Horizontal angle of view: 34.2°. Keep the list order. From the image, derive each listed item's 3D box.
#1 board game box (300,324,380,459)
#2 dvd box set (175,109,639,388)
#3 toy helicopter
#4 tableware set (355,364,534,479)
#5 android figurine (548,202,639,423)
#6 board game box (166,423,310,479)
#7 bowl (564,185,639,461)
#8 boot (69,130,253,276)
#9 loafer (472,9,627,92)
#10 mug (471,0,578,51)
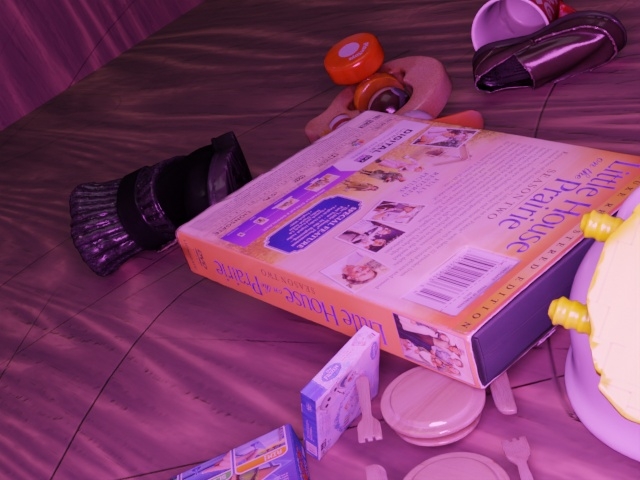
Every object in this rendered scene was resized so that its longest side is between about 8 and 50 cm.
[{"bbox_3d":[0.018,0.133,0.906,0.020,0.090,0.090,29,54,27],"label":"board game box"},{"bbox_3d":[0.094,-0.019,1.042,0.307,0.062,0.420,-36,33,-30],"label":"dvd box set"},{"bbox_3d":[0.052,-0.113,1.358,0.235,0.140,0.355,16,58,45],"label":"toy helicopter"},{"bbox_3d":[0.097,0.170,0.815,0.128,0.039,0.194,-12,32,5],"label":"tableware set"},{"bbox_3d":[0.281,0.057,0.640,0.272,0.056,0.248,17,85,20],"label":"android figurine"},{"bbox_3d":[-0.102,0.243,0.871,0.201,0.035,0.136,-25,24,4],"label":"board game box"},{"bbox_3d":[0.309,0.024,0.774,0.297,0.134,0.298,-22,26,11],"label":"bowl"},{"bbox_3d":[-0.218,-0.033,1.409,0.260,0.131,0.348,-19,14,0],"label":"boot"},{"bbox_3d":[0.299,-0.235,1.378,0.220,0.080,0.078,-14,37,38],"label":"loafer"},{"bbox_3d":[0.309,-0.316,1.515,0.113,0.150,0.169,-55,0,36],"label":"mug"}]
